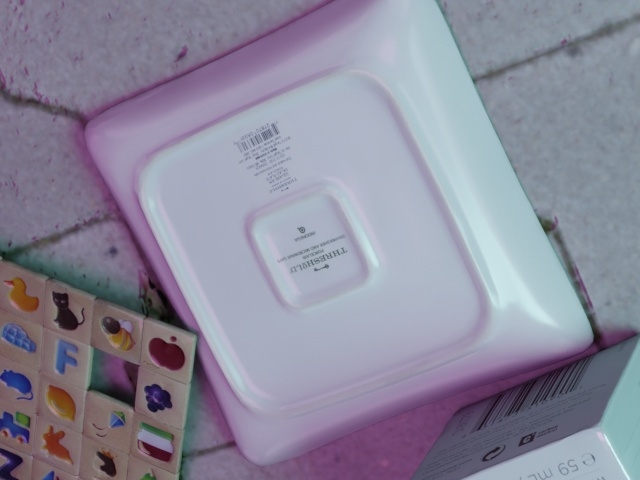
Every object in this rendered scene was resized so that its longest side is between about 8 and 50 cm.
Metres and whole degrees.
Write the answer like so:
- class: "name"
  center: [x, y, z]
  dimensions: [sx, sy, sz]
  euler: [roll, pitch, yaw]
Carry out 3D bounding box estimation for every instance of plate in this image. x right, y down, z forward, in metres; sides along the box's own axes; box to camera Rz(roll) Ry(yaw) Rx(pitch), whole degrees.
- class: "plate"
  center: [0.000, 0.000, 1.141]
  dimensions: [0.277, 0.045, 0.278]
  euler: [-22, 99, 26]

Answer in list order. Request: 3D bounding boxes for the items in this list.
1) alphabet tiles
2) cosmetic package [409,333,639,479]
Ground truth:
- class: "alphabet tiles"
  center: [-0.204, 0.110, 1.255]
  dimensions: [0.237, 0.009, 0.198]
  euler: [21, 123, 17]
- class: "cosmetic package"
  center: [0.169, 0.187, 1.082]
  dimensions: [0.151, 0.151, 0.184]
  euler: [-27, 97, 27]
